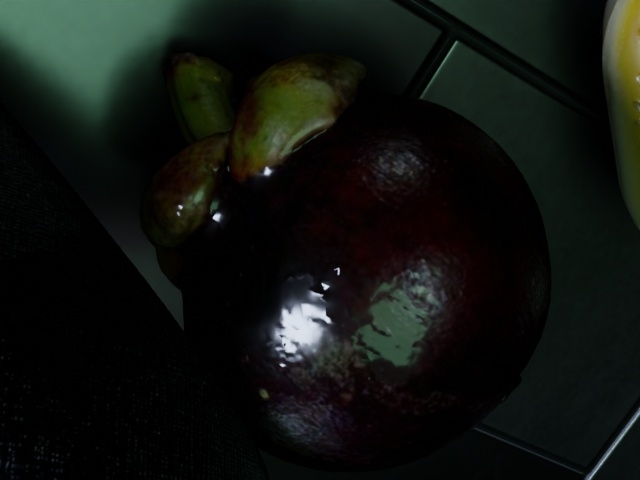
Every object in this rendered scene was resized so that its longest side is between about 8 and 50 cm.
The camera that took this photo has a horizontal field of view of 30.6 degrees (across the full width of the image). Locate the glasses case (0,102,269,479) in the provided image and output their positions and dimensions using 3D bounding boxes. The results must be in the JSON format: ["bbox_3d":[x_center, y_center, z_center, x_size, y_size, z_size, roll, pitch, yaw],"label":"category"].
[{"bbox_3d":[-0.144,0.027,0.484,0.321,0.122,0.082,51,131,4],"label":"glasses case"}]

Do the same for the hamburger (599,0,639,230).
[{"bbox_3d":[0.237,-0.082,0.627,0.172,0.116,0.210,-18,120,-6],"label":"hamburger"}]

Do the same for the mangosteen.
[{"bbox_3d":[0.000,0.000,0.560,0.194,0.194,0.230,-44,95,6],"label":"mangosteen"}]
